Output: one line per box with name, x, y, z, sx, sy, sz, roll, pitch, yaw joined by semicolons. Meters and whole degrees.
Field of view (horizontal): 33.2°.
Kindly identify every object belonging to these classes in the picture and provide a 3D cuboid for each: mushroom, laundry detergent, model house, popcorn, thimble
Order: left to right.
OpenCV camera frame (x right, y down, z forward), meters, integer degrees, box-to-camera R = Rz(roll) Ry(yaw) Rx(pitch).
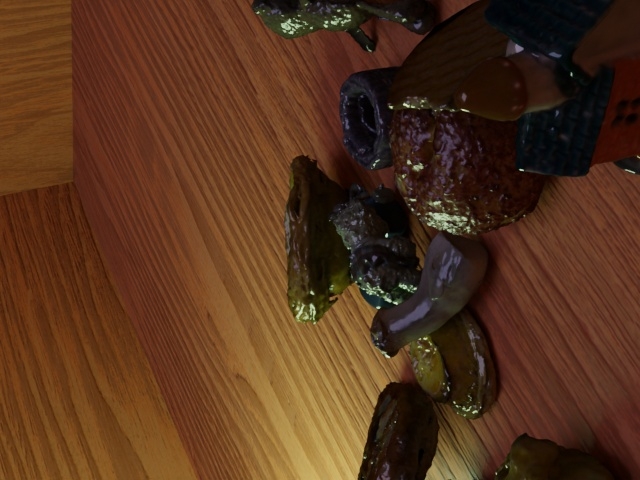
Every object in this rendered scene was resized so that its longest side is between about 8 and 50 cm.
laundry detergent;0.100;0.005;1.730;0.096;0.061;0.206;-126;32;-56
thimble;0.097;-0.181;1.583;0.150;0.098;0.150;42;138;53
mushroom;0.154;0.084;1.540;0.223;0.092;0.081;-54;10;32
popcorn;0.286;0.326;1.335;0.173;0.173;0.142;32;106;59
model house;0.228;-0.191;1.042;0.190;0.301;0.271;45;142;39

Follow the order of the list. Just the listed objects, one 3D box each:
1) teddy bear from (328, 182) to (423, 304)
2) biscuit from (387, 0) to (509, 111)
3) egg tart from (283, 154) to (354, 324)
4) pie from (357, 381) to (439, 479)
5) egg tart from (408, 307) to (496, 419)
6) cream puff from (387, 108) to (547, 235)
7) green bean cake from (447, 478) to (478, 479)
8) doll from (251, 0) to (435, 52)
teddy bear;0.081;0.026;1.626;0.213;0.111;0.133;49;137;0
biscuit;0.191;-0.219;1.255;0.229;0.176;0.031;-5;144;37
egg tart;0.000;0.000;1.831;0.294;0.123;0.294;-179;90;-87
pie;0.114;0.358;1.728;0.308;0.085;0.308;-158;90;-86
egg tart;0.189;0.179;1.609;0.191;0.074;0.191;168;90;-69
cream puff;0.176;-0.120;1.367;0.240;0.164;0.240;172;90;-69
green bean cake;0.228;0.422;1.582;0.208;0.193;0.107;-32;91;42
doll;0.024;-0.337;1.559;0.286;0.203;0.091;-161;78;-67
